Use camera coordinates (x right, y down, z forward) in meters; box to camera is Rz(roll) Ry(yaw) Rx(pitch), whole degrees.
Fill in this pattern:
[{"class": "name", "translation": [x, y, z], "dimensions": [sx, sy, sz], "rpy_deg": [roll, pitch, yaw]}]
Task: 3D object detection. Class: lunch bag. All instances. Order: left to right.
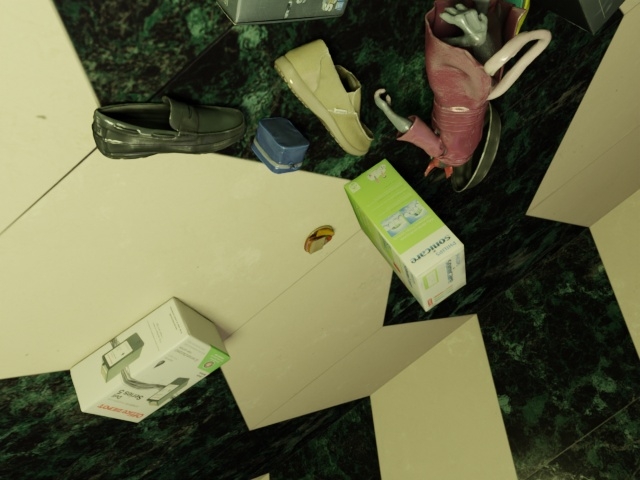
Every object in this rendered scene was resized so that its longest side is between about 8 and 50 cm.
[{"class": "lunch bag", "translation": [-0.069, -0.157, 0.829], "dimensions": [0.067, 0.098, 0.065], "rpy_deg": [-15, 145, -38]}]

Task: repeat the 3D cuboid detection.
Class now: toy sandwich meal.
[{"class": "toy sandwich meal", "translation": [0.000, 0.000, 1.159], "dimensions": [0.086, 0.029, 0.085], "rpy_deg": [-24, 146, -18]}]

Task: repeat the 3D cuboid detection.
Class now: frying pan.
[{"class": "frying pan", "translation": [0.313, -0.160, 1.064], "dimensions": [0.053, 0.197, 0.326], "rpy_deg": [12, 145, -2]}]

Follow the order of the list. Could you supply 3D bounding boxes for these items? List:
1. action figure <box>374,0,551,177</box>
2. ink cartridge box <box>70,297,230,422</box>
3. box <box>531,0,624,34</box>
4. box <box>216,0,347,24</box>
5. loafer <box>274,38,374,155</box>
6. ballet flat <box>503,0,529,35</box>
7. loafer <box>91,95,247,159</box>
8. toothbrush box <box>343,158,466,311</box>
[{"class": "action figure", "translation": [0.266, -0.251, 0.869], "dimensions": [0.248, 0.276, 0.370], "rpy_deg": [-27, 140, -21]}, {"class": "ink cartridge box", "translation": [-0.376, 0.277, 1.088], "dimensions": [0.273, 0.114, 0.198], "rpy_deg": [-35, 148, -1]}, {"class": "box", "translation": [0.424, -0.550, 0.706], "dimensions": [0.343, 0.179, 0.312], "rpy_deg": [12, 123, -50]}, {"class": "box", "translation": [-0.019, -0.383, 0.577], "dimensions": [0.183, 0.059, 0.232], "rpy_deg": [-20, 153, -33]}, {"class": "loafer", "translation": [0.032, -0.236, 0.819], "dimensions": [0.092, 0.102, 0.268], "rpy_deg": [-38, 148, 15]}, {"class": "ballet flat", "translation": [0.349, -0.410, 0.924], "dimensions": [0.077, 0.077, 0.231], "rpy_deg": [-38, 156, -23]}, {"class": "loafer", "translation": [-0.211, -0.169, 0.702], "dimensions": [0.223, 0.076, 0.078], "rpy_deg": [-13, 149, -26]}, {"class": "toothbrush box", "translation": [0.192, -0.011, 1.087], "dimensions": [0.122, 0.283, 0.206], "rpy_deg": [-35, 149, -2]}]
